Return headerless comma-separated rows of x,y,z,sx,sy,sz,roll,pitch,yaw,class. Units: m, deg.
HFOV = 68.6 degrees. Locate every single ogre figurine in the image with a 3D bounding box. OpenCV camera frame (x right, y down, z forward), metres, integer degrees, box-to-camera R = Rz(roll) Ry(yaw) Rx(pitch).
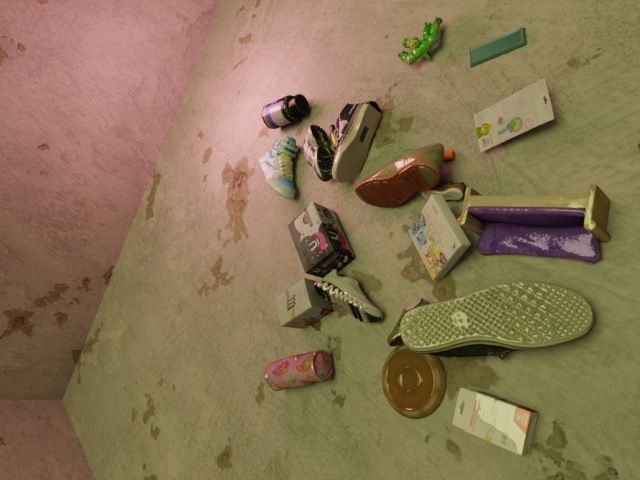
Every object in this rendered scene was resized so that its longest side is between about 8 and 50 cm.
0.376,-0.733,1.751,0.197,0.097,0.118,-20,44,21,ogre figurine

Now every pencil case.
-0.084,0.495,1.773,0.284,0.124,0.124,-25,60,37,pencil case

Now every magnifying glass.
0.365,-0.290,1.660,0.230,0.026,0.092,2,78,43,magnifying glass

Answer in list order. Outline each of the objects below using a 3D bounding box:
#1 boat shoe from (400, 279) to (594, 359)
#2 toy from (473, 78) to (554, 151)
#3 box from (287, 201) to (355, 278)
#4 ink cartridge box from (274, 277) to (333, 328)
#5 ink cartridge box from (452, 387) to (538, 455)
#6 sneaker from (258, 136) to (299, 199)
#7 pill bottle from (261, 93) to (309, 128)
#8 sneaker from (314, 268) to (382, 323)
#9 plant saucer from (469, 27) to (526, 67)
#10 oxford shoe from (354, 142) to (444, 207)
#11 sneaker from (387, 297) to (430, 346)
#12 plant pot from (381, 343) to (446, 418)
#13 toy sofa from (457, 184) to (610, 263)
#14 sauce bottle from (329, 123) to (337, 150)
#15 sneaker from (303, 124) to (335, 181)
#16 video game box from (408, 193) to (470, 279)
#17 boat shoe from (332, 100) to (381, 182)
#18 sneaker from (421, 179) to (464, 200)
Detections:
0.474,0.231,1.305,0.499,0.156,0.187,-15,61,27,boat shoe
0.596,-0.375,1.446,0.237,0.056,0.137,-21,67,43,toy
0.000,0.000,1.830,0.163,0.142,0.247,-42,52,26,box
-0.067,0.249,1.823,0.176,0.128,0.127,-36,55,31,ink cartridge box
0.471,0.485,1.278,0.198,0.067,0.115,11,84,43,ink cartridge box
-0.159,-0.345,2.107,0.208,0.127,0.319,-50,49,22,sneaker
-0.163,-0.606,2.196,0.219,0.122,0.123,-9,71,41,pill bottle
0.113,0.195,1.691,0.292,0.110,0.118,29,61,34,sneaker
0.587,-0.647,1.570,0.192,0.018,0.067,-11,70,40,plant saucer
0.281,-0.224,1.655,0.397,0.140,0.147,-14,40,52,oxford shoe
0.288,0.263,1.533,0.192,0.064,0.086,-42,44,25,sneaker
0.286,0.443,1.493,0.236,0.032,0.237,-15,68,40,plant pot
0.577,-0.047,1.291,0.362,0.150,0.177,5,80,45,toy sofa
0.063,-0.437,1.983,0.042,0.042,0.128,-33,58,32,sauce bottle
-0.008,-0.352,2.001,0.122,0.110,0.283,-48,44,45,sneaker
0.371,-0.010,1.493,0.187,0.048,0.205,117,142,-47,video game box
0.111,-0.397,1.883,0.158,0.127,0.341,24,86,51,boat shoe
0.412,-0.167,1.567,0.157,0.061,0.065,5,53,43,sneaker
